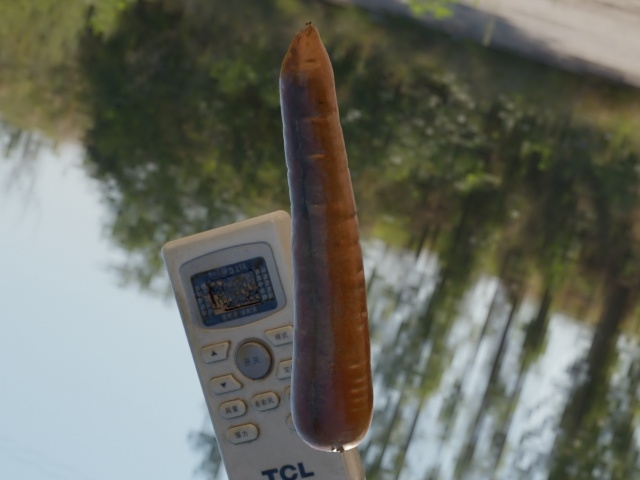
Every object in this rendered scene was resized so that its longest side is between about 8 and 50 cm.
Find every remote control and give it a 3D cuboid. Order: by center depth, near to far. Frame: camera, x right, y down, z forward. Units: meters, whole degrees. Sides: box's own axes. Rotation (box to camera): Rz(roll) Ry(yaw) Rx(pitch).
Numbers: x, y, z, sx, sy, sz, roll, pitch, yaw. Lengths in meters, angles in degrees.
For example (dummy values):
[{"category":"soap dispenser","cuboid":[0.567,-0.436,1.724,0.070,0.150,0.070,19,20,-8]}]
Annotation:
[{"category":"remote control","cuboid":[-0.034,0.082,1.075,0.087,0.190,0.029,-14,-177,22]}]

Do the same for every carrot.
[{"category":"carrot","cuboid":[0.000,0.000,0.747,0.037,0.190,0.037,-4,-169,1]}]
